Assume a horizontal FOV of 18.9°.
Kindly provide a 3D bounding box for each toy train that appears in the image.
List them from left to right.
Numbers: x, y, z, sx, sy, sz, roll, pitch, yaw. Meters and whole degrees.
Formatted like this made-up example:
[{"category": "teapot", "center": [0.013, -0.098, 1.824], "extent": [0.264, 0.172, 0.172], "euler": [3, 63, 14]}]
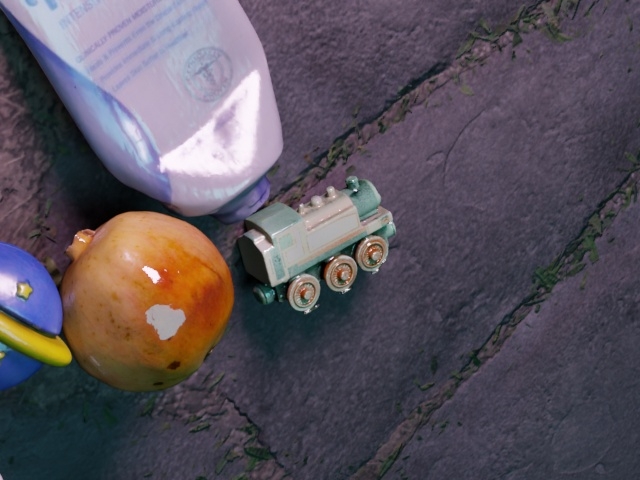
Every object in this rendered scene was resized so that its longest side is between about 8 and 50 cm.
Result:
[{"category": "toy train", "center": [0.000, 0.000, 2.239], "extent": [0.194, 0.081, 0.125], "euler": [-29, 124, -24]}]

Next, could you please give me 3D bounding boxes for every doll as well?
[{"category": "doll", "center": [-0.399, 0.089, 1.925], "extent": [0.311, 0.159, 0.242], "euler": [31, 105, -22]}]

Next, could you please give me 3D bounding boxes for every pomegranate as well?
[{"category": "pomegranate", "center": [-0.186, 0.061, 2.015], "extent": [0.191, 0.191, 0.191], "euler": [-19, 123, -32]}]

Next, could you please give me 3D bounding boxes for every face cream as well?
[{"category": "face cream", "center": [-0.173, -0.193, 1.989], "extent": [0.235, 0.137, 0.420], "euler": [-39, 120, -16]}]
